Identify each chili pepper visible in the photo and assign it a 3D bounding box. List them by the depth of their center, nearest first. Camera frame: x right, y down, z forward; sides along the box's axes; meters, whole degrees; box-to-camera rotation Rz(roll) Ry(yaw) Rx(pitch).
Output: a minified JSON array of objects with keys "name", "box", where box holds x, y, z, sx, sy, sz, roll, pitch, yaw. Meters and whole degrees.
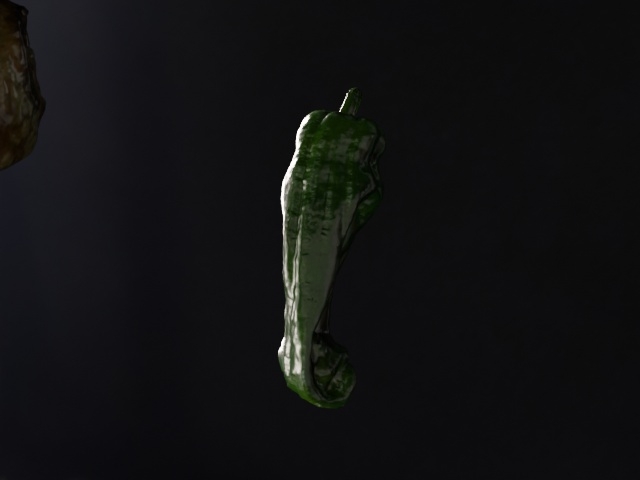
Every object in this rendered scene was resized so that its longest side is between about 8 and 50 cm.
[{"name":"chili pepper","box":[0.006,0.001,1.509,0.074,0.100,0.257,8,-95,33]}]

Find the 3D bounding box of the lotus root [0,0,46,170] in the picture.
[{"name":"lotus root","box":[-0.427,-0.147,1.771,0.314,0.142,0.210,-8,-77,12]}]
